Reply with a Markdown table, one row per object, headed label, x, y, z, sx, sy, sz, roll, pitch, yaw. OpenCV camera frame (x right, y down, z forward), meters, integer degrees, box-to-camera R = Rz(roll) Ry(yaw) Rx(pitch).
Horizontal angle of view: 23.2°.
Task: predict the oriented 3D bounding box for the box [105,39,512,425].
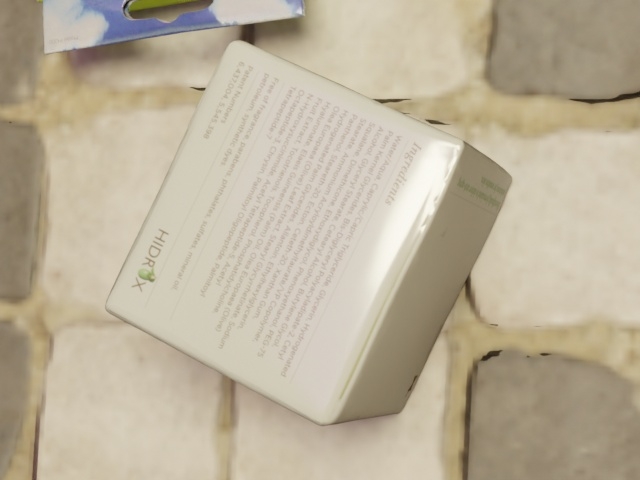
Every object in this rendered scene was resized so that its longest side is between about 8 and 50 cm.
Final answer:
| label | x | y | z | sx | sy | sz | roll | pitch | yaw |
| --- | --- | --- | --- | --- | --- | --- | --- | --- | --- |
| box | 0.000 | 0.000 | 0.529 | 0.087 | 0.101 | 0.102 | 27 | 93 | 16 |

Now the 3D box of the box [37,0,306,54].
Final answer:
| label | x | y | z | sx | sy | sz | roll | pitch | yaw |
| --- | --- | --- | --- | --- | --- | --- | --- | --- | --- |
| box | -0.056 | -0.161 | 0.589 | 0.109 | 0.042 | 0.178 | -6 | 84 | 16 |
